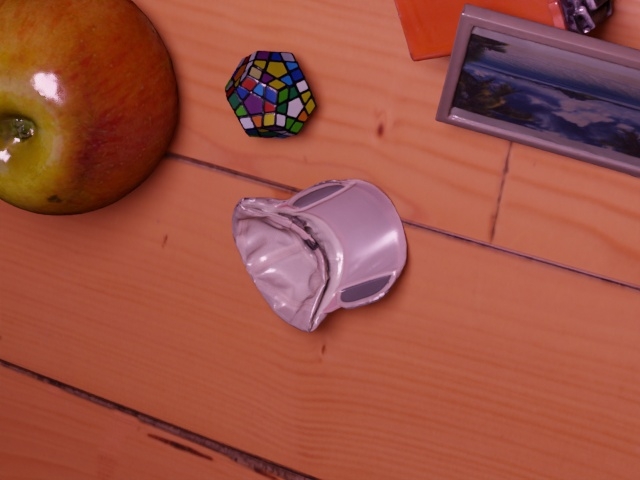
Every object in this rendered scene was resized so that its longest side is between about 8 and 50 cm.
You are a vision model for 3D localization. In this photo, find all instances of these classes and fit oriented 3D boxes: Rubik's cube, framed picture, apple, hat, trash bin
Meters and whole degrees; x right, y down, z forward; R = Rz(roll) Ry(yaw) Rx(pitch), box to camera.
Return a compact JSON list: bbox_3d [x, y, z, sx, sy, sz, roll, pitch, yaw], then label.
[{"bbox_3d":[-0.070,-0.204,1.398,0.112,0.133,0.133,-26,99,5],"label":"Rubik's cube"},{"bbox_3d":[0.303,-0.167,1.188,0.315,0.024,0.232,15,156,6],"label":"framed picture"},{"bbox_3d":[-0.378,-0.205,1.430,0.340,0.339,0.339,9,114,21],"label":"apple"},{"bbox_3d":[0.000,0.000,1.476,0.226,0.164,0.219,-26,101,-9],"label":"hat"},{"bbox_3d":[0.211,-0.318,1.198,0.239,0.161,0.184,-8,107,31],"label":"trash bin"}]
